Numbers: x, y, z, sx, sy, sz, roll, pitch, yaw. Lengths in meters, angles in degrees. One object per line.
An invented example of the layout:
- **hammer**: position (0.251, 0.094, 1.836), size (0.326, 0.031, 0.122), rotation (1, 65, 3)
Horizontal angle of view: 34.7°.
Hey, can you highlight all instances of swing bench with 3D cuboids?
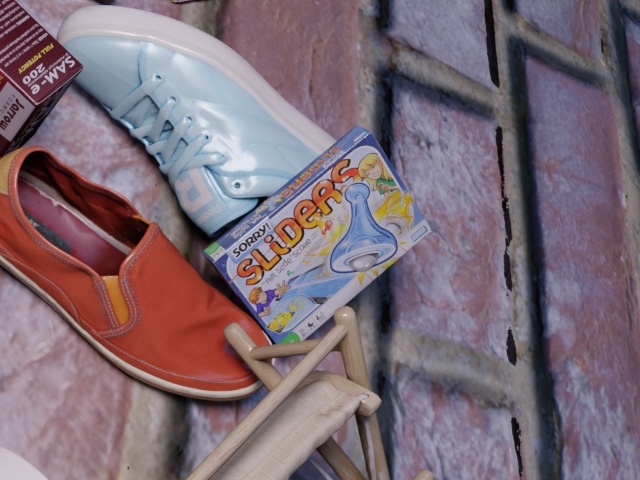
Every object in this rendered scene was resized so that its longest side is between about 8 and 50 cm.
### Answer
- **swing bench**: position (-0.044, 0.231, 0.843), size (0.253, 0.165, 0.254), rotation (-42, 112, -43)

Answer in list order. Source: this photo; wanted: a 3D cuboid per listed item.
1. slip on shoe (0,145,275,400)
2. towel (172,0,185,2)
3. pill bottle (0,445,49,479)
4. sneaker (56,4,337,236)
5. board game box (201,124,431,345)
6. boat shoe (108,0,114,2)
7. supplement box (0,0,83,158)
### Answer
- **slip on shoe**: position (-0.171, 0.035, 0.934), size (0.331, 0.101, 0.123), rotation (39, 47, -16)
- **towel**: position (-0.150, -0.305, 1.194), size (0.083, 0.009, 0.060), rotation (-20, 79, -43)
- **pill bottle**: position (-0.321, 0.301, 0.588), size (0.408, 0.229, 0.229), rotation (-36, 91, -43)
- **sneaker**: position (-0.109, -0.091, 1.026), size (0.366, 0.135, 0.150), rotation (30, 49, -20)
- **board game box**: position (0.000, 0.000, 1.020), size (0.201, 0.035, 0.136), rotation (-41, 120, -9)
- **boat shoe**: position (-0.218, -0.331, 1.124), size (0.060, 0.064, 0.178), rotation (36, 56, -24)
- **supplement box**: position (-0.340, -0.189, 0.904), size (0.239, 0.130, 0.073), rotation (43, 48, -9)
